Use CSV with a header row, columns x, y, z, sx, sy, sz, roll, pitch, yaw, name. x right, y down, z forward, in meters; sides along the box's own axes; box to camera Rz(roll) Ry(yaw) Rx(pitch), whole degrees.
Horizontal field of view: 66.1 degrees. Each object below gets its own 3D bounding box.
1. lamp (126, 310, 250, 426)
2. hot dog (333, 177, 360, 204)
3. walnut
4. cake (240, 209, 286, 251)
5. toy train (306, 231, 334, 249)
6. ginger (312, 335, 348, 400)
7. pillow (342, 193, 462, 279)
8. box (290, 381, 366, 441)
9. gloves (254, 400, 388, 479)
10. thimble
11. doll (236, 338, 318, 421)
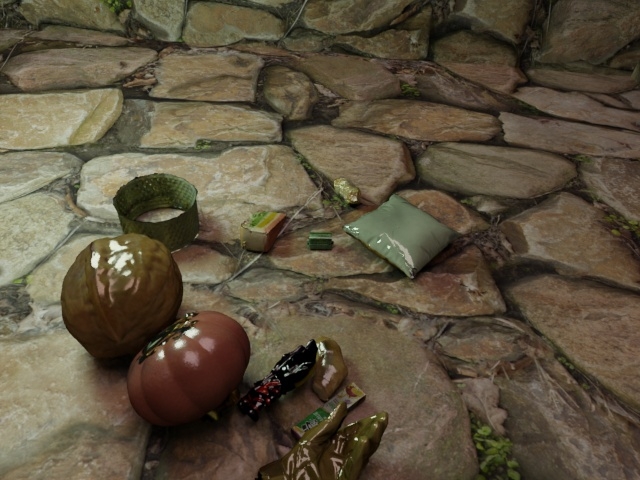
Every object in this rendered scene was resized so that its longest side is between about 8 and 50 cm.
x,y,z,sx,sy,sz,roll,pitch,yaw,name
-0.297,0.310,1.162,0.305,0.239,0.305,-31,11,7,lamp
0.113,-0.183,1.882,0.078,0.061,0.169,-44,47,10,hot dog
-0.516,0.148,1.290,0.306,0.306,0.344,-6,33,-12,walnut
-0.200,-0.038,1.710,0.110,0.090,0.225,10,23,9,cake
0.000,0.000,1.672,0.093,0.056,0.038,2,40,-5,toy train
0.018,0.330,1.298,0.095,0.069,0.190,-26,42,15,ginger
0.281,-0.026,1.682,0.312,0.119,0.310,35,46,29,pillow
0.022,0.427,1.211,0.207,0.041,0.050,-27,51,-31,box
0.018,0.480,1.080,0.331,0.141,0.154,-25,23,-17,gloves
-0.540,-0.092,1.653,0.271,0.150,0.270,2,42,-2,thimble
-0.096,0.346,1.238,0.127,0.088,0.249,26,55,37,doll
